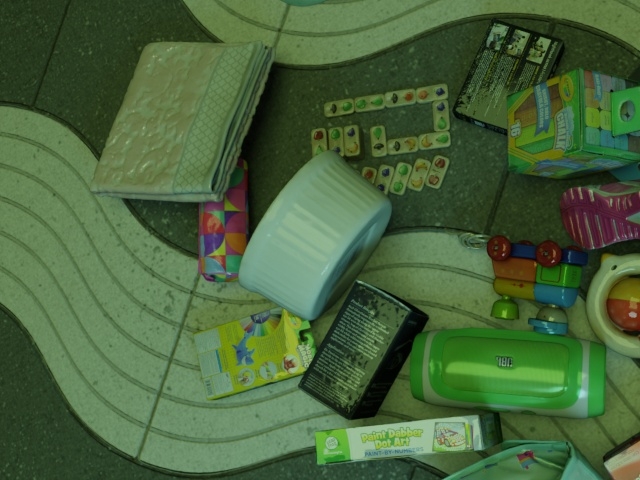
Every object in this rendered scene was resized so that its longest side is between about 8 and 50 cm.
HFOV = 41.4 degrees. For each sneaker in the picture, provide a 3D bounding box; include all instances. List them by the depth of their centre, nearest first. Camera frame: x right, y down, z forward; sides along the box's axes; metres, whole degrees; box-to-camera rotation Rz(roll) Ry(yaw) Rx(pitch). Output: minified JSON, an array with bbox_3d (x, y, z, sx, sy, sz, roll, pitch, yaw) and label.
[{"bbox_3d":[0.484,-0.044,1.314,0.252,0.111,0.103,6,107,58],"label":"sneaker"}]

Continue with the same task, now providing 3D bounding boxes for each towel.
[{"bbox_3d":[-0.264,-0.228,1.583,0.317,0.053,0.332,5,68,32],"label":"towel"}]

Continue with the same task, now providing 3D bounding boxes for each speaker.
[{"bbox_3d":[0.298,0.210,1.351,0.296,0.131,0.131,2,82,19],"label":"speaker"}]

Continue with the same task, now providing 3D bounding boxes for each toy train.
[{"bbox_3d":[0.303,0.066,1.388,0.248,0.105,0.143,7,89,42],"label":"toy train"}]

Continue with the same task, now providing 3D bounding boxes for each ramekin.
[{"bbox_3d":[0.000,0.000,1.411,0.135,0.277,0.277,34,93,13],"label":"ramekin"}]

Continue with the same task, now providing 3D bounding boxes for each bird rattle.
[{"bbox_3d":[0.520,0.114,1.320,0.207,0.143,0.254,11,98,31],"label":"bird rattle"}]

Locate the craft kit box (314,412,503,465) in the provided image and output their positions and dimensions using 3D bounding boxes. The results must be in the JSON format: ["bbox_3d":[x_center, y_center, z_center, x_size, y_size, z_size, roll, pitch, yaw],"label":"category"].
[{"bbox_3d":[0.146,0.307,1.319,0.246,0.250,0.061,-7,78,17],"label":"craft kit box"}]

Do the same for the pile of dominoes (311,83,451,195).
[{"bbox_3d":[0.109,-0.175,1.521,0.251,0.040,0.196,-7,79,18],"label":"pile of dominoes"}]

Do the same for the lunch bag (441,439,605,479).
[{"bbox_3d":[0.312,0.420,1.251,0.262,0.160,0.223,-36,115,12],"label":"lunch bag"}]

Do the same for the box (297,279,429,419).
[{"bbox_3d":[0.076,0.184,1.415,0.108,0.153,0.207,29,90,21],"label":"box"}]

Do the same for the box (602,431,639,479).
[{"bbox_3d":[0.576,0.300,1.230,0.300,0.154,0.142,-35,73,9],"label":"box"}]

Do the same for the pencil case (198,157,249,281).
[{"bbox_3d":[-0.181,-0.040,1.565,0.104,0.104,0.236,-9,78,17],"label":"pencil case"}]

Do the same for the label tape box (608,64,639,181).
[{"bbox_3d":[0.607,-0.204,1.302,0.334,0.106,0.240,-46,58,6],"label":"label tape box"}]

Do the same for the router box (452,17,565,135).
[{"bbox_3d":[0.324,-0.277,1.463,0.133,0.046,0.179,24,90,20],"label":"router box"}]

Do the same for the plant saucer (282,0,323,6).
[{"bbox_3d":[-0.027,-0.549,1.629,0.195,0.037,0.195,-3,79,18],"label":"plant saucer"}]

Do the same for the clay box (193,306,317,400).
[{"bbox_3d":[-0.111,0.198,1.526,0.222,0.053,0.127,-18,76,14],"label":"clay box"}]

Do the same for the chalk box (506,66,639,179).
[{"bbox_3d":[0.408,-0.181,1.318,0.213,0.132,0.132,-16,71,61],"label":"chalk box"}]
